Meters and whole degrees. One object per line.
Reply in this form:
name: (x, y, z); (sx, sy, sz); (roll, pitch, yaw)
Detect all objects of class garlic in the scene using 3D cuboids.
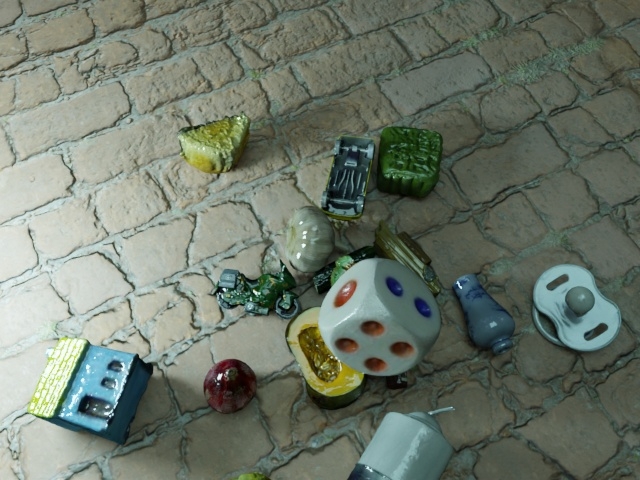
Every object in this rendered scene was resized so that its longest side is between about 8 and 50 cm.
garlic: (0.000, 0.000, 1.984); (0.212, 0.218, 0.219); (7, 60, -26)

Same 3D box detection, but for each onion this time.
onion: (-0.256, 0.407, 1.756); (0.159, 0.195, 0.160); (5, 60, -9)

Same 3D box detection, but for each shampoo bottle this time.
shampoo bottle: (0.220, 0.330, 1.878); (0.067, 0.068, 0.236); (-4, 61, 1)

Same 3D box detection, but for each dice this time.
dice: (0.162, 0.214, 1.711); (0.251, 0.259, 0.243); (35, 38, -17)

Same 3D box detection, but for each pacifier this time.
pacifier: (0.773, 0.200, 1.881); (0.238, 0.226, 0.287); (-29, 65, 5)

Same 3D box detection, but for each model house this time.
model house: (-0.657, 0.413, 1.740); (0.303, 0.215, 0.237); (12, 63, 10)

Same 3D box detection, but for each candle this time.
candle: (0.227, 0.599, 1.663); (0.221, 0.221, 0.342); (31, 63, 13)

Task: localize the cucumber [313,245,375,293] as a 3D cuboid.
cucumber: (0.078, 0.090, 1.996); (0.241, 0.074, 0.074); (-28, 67, -16)

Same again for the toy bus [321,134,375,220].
toy bus: (0.098, -0.197, 2.101); (0.144, 0.152, 0.330); (9, 61, 9)

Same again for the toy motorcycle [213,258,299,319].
toy motorcycle: (-0.194, 0.143, 1.936); (0.274, 0.125, 0.187); (8, 72, 2)

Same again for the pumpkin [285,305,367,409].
pumpkin: (0.030, 0.335, 1.837); (0.221, 0.139, 0.317); (-23, 63, -9)

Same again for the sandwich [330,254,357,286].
sandwich: (0.120, 0.146, 1.896); (0.160, 0.185, 0.109); (17, 56, 39)

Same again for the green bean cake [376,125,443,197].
green bean cake: (0.310, -0.277, 2.161); (0.222, 0.125, 0.248); (8, 63, 2)

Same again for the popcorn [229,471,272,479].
popcorn: (-0.205, 0.716, 1.609); (0.221, 0.184, 0.204); (-1, 69, -4)

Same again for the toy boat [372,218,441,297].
toy boat: (0.284, 0.057, 2.009); (0.115, 0.089, 0.310); (-36, 69, -21)

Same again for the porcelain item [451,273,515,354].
porcelain item: (0.504, 0.229, 1.908); (0.141, 0.141, 0.259); (-19, 57, -11)

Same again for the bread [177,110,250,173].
bread: (-0.354, -0.321, 2.132); (0.262, 0.204, 0.163); (-21, 77, -16)
